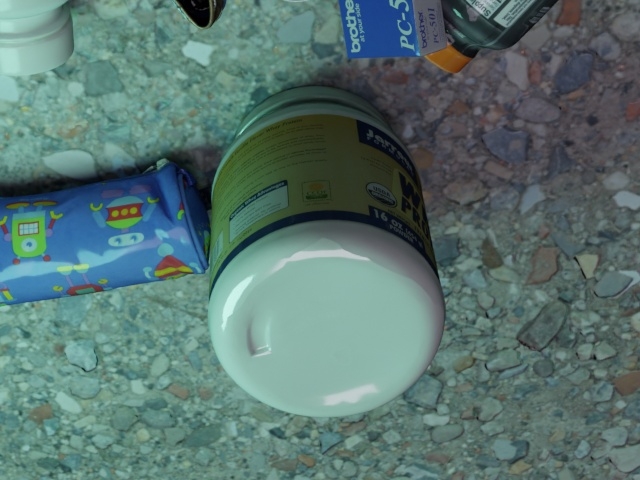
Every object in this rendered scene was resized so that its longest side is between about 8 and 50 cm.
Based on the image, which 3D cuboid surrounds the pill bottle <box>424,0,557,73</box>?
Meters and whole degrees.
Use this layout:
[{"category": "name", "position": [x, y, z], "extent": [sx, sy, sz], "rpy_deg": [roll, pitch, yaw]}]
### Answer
[{"category": "pill bottle", "position": [0.183, -0.277, 1.284], "extent": [0.130, 0.130, 0.246], "rpy_deg": [33, 118, -24]}]

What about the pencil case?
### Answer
[{"category": "pencil case", "position": [-0.268, -0.006, 1.457], "extent": [0.306, 0.119, 0.133], "rpy_deg": [-10, 84, 4]}]

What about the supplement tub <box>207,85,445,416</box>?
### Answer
[{"category": "supplement tub", "position": [0.000, 0.000, 1.355], "extent": [0.228, 0.316, 0.228], "rpy_deg": [-2, 126, -2]}]

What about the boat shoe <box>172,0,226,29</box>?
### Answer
[{"category": "boat shoe", "position": [-0.141, -0.290, 1.292], "extent": [0.066, 0.066, 0.183], "rpy_deg": [-23, 124, 12]}]

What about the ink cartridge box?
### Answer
[{"category": "ink cartridge box", "position": [0.058, -0.279, 1.254], "extent": [0.097, 0.046, 0.207], "rpy_deg": [5, 112, 45]}]

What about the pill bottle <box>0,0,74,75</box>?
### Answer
[{"category": "pill bottle", "position": [-0.296, -0.280, 1.251], "extent": [0.131, 0.131, 0.229], "rpy_deg": [-1, 126, -3]}]
